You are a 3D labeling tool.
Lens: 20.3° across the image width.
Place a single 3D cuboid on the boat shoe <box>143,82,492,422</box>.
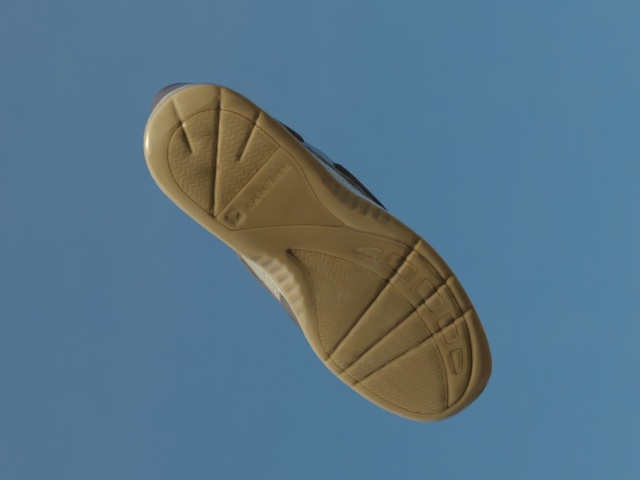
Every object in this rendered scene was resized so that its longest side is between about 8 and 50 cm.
[{"bbox_3d":[0.000,0.000,1.127,0.103,0.092,0.285,-44,-70,10],"label":"boat shoe"}]
